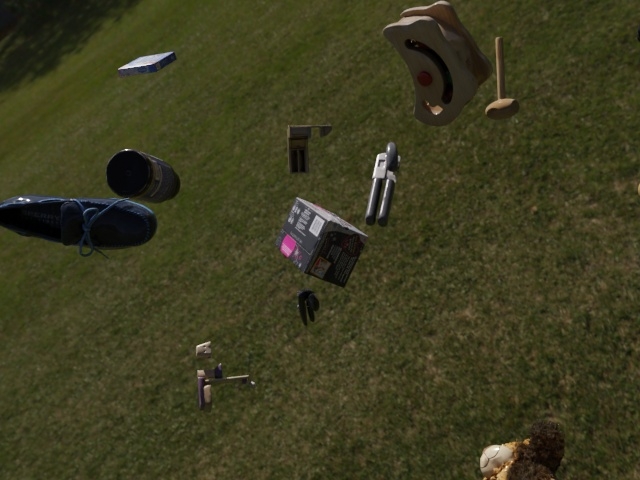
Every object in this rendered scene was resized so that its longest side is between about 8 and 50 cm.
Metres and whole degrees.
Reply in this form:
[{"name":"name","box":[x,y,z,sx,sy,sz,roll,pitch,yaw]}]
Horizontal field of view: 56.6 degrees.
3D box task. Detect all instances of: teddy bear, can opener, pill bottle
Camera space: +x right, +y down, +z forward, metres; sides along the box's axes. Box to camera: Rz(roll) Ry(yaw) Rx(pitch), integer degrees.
[{"name":"teddy bear","box":[0.341,0.429,0.999,0.113,0.245,0.338,15,21,5]},{"name":"can opener","box":[0.188,-0.176,1.793,0.076,0.095,0.283,6,54,12]},{"name":"pill bottle","box":[-0.451,-0.160,1.548,0.123,0.123,0.219,-34,-8,7]},{"name":"can opener","box":[-0.043,0.207,1.803,0.059,0.186,0.073,-17,57,-16]}]

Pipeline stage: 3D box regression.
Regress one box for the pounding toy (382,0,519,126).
[{"name":"pounding toy","box":[0.244,-0.324,1.117,0.155,0.269,0.154,-49,16,-32]}]

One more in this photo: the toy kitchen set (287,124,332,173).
[{"name":"toy kitchen set","box":[-0.016,-0.144,0.941,0.068,0.075,0.083,-3,8,-5]}]

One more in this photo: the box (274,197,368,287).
[{"name":"box","box":[0.000,0.000,1.660,0.163,0.142,0.247,-64,29,7]}]

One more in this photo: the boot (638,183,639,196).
[{"name":"boot","box":[0.907,-0.132,1.424,0.213,0.165,0.077,3,80,-2]}]

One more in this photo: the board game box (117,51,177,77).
[{"name":"board game box","box":[-0.362,-0.369,1.244,0.090,0.020,0.090,-3,31,20]}]

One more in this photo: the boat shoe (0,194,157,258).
[{"name":"boat shoe","box":[-0.404,-0.019,0.974,0.258,0.109,0.089,0,11,2]}]

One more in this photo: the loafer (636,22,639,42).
[{"name":"loafer","box":[0.643,-0.463,1.071,0.078,0.223,0.076,18,15,21]}]

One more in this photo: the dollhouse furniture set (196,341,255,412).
[{"name":"dollhouse furniture set","box":[-0.144,0.210,0.895,0.081,0.114,0.091,-3,65,-15]}]
